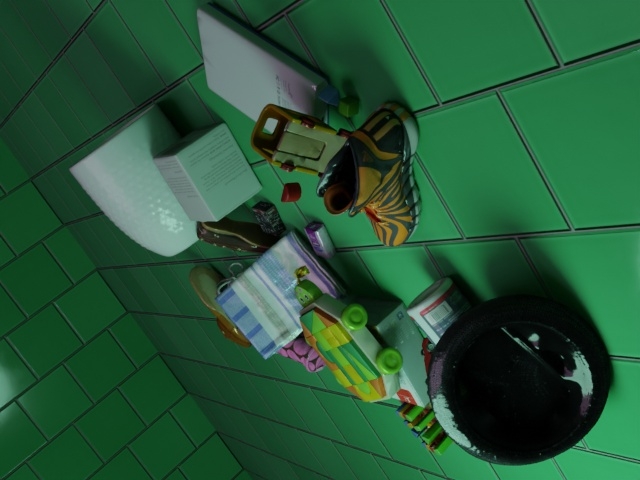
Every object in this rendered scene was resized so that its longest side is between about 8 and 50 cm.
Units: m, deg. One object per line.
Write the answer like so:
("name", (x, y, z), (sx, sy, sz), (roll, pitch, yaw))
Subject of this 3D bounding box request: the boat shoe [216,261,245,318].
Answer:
("boat shoe", (-0.220, 0.141, 2.249), (0.156, 0.136, 0.367), (59, 163, -11))

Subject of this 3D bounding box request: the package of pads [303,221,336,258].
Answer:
("package of pads", (0.000, 0.000, 1.796), (0.050, 0.032, 0.083), (13, 136, 48))

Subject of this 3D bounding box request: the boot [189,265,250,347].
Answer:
("boot", (-0.318, 0.223, 2.527), (0.295, 0.104, 0.211), (44, 154, 3))

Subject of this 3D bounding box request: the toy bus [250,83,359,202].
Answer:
("toy bus", (-0.026, -0.179, 1.428), (0.104, 0.191, 0.202), (40, 156, 40))

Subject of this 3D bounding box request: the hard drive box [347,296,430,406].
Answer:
("hard drive box", (0.159, 0.250, 1.809), (0.181, 0.089, 0.232), (0, 125, 59))

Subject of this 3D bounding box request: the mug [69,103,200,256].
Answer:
("mug", (-0.431, -0.149, 2.072), (0.328, 0.276, 0.374), (54, -175, -16))

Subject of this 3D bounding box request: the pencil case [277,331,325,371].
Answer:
("pencil case", (-0.073, 0.279, 2.070), (0.209, 0.095, 0.098), (18, 112, 41))

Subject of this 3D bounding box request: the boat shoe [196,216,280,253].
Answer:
("boat shoe", (-0.205, -0.008, 1.977), (0.207, 0.073, 0.073), (18, 132, -9))

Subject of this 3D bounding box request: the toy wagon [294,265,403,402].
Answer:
("toy wagon", (0.038, 0.211, 1.770), (0.344, 0.068, 0.267), (51, 155, 0))

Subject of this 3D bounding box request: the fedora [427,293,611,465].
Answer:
("fedora", (0.329, 0.220, 1.376), (0.334, 0.334, 0.152), (61, -174, -21))

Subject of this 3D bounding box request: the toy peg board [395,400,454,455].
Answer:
("toy peg board", (0.251, 0.453, 1.944), (0.161, 0.079, 0.160), (51, 154, 0))

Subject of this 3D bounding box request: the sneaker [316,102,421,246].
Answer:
("sneaker", (0.077, -0.079, 1.392), (0.124, 0.180, 0.321), (32, 149, 33))

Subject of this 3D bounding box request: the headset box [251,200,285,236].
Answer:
("headset box", (-0.127, -0.056, 1.925), (0.062, 0.032, 0.083), (17, 138, 48))

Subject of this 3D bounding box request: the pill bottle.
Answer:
("pill bottle", (0.260, 0.169, 1.516), (0.180, 0.108, 0.108), (51, 155, -2))

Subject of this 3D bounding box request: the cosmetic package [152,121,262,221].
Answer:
("cosmetic package", (-0.268, -0.159, 1.876), (0.151, 0.151, 0.184), (4, 129, 57))

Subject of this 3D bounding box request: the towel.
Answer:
("towel", (-0.098, 0.134, 1.919), (0.209, 0.285, 0.034), (51, -162, 3))

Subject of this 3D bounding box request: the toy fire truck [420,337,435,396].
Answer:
("toy fire truck", (0.288, 0.291, 1.644), (0.047, 0.135, 0.192), (113, 154, -62))

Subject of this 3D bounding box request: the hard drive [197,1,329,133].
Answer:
("hard drive", (-0.111, -0.306, 1.553), (0.318, 0.040, 0.210), (37, 152, 24))
